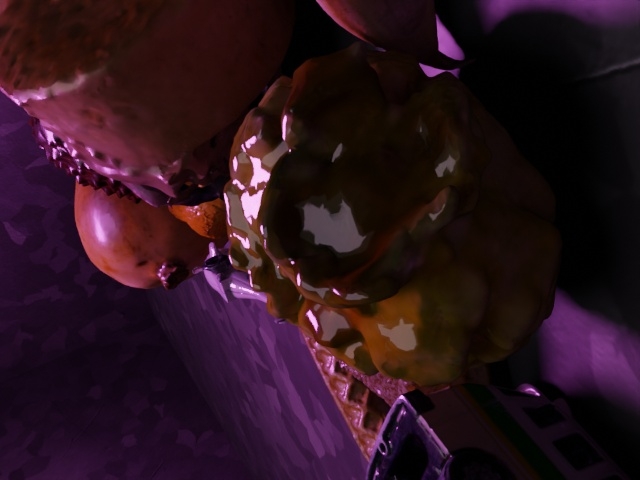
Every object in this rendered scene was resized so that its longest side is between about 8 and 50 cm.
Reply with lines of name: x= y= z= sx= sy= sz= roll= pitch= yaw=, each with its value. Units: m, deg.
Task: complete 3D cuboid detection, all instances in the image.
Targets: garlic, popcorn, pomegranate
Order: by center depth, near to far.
garlic: x=0.041 y=-0.232 z=0.567 sx=0.207 sy=0.128 sz=0.115 roll=77 pitch=-177 yaw=-47
popcorn: x=0.049 y=-0.022 z=0.576 sx=0.270 sy=0.224 sz=0.258 roll=58 pitch=165 yaw=-24
pomegranate: x=-0.307 y=-0.061 z=1.389 sx=0.307 sy=0.307 sz=0.307 roll=53 pitch=157 yaw=35

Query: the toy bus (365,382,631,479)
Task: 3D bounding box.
toy bus: x=0.186 y=0.252 z=0.609 sx=0.305 sy=0.179 sz=0.143 roll=50 pitch=141 yaw=38

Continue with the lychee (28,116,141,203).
lychee: x=-0.282 y=-0.208 z=1.153 sx=0.330 sy=0.306 sz=0.306 roll=48 pitch=167 yaw=-20

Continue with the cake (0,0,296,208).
cake: x=-0.159 y=-0.196 z=0.873 sx=0.332 sy=0.332 sz=0.321 roll=50 pitch=180 yaw=40

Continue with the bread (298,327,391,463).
bread: x=0.048 y=0.195 z=1.070 sx=0.077 sy=0.084 sz=0.367 roll=-37 pitch=75 yaw=28

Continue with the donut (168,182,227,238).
donut: x=-0.126 y=-0.071 z=1.082 sx=0.074 sy=0.174 sz=0.190 roll=43 pitch=163 yaw=10

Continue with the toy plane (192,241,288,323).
toy plane: x=-0.088 y=0.070 z=1.024 sx=0.273 sy=0.107 sz=0.182 roll=49 pitch=155 yaw=44

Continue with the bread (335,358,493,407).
bread: x=0.079 y=0.078 z=0.807 sx=0.234 sy=0.110 sz=0.184 roll=31 pitch=144 yaw=62
